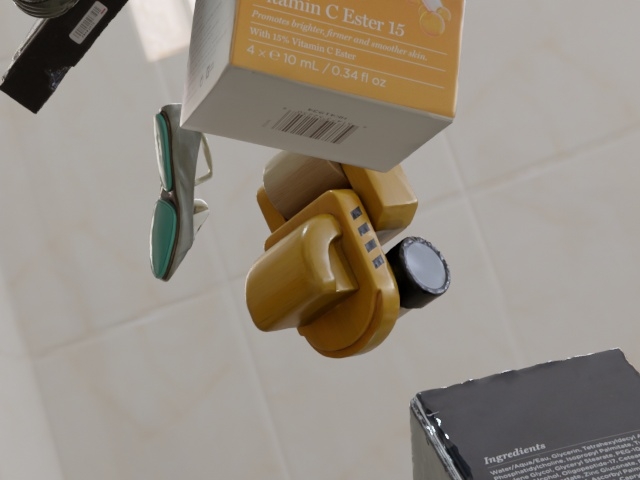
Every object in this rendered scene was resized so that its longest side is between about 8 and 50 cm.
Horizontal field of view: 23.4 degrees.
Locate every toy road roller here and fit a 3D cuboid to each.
[{"bbox_3d":[0.000,0.000,2.106,0.240,0.329,0.202,-6,-24,-48],"label":"toy road roller"}]

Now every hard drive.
[{"bbox_3d":[-0.243,-0.326,1.807,0.237,0.064,0.339,-40,19,42],"label":"hard drive"}]

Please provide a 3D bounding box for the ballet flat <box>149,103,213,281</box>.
[{"bbox_3d":[-0.155,-0.053,1.773,0.068,0.213,0.072,-7,23,-26],"label":"ballet flat"}]

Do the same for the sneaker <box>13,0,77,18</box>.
[{"bbox_3d":[-0.198,-0.306,1.306,0.227,0.087,0.130,-53,-16,-11],"label":"sneaker"}]

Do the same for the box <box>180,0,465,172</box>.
[{"bbox_3d":[0.011,-0.266,1.438,0.215,0.345,0.168,11,-18,-17],"label":"box"}]

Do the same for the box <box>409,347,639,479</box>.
[{"bbox_3d":[0.315,0.464,1.779,0.297,0.472,0.480,-13,-58,-13],"label":"box"}]
